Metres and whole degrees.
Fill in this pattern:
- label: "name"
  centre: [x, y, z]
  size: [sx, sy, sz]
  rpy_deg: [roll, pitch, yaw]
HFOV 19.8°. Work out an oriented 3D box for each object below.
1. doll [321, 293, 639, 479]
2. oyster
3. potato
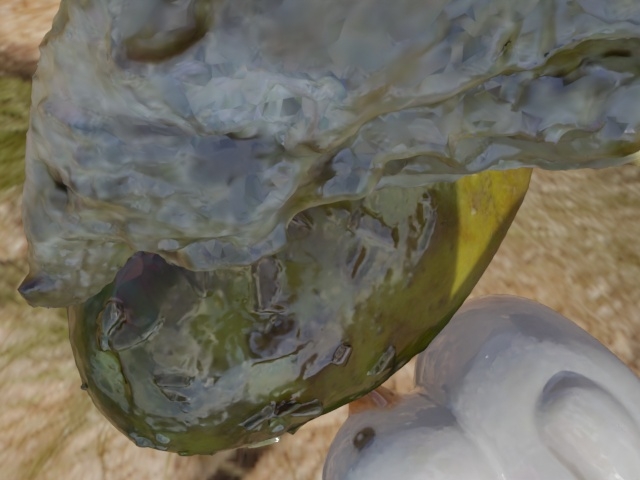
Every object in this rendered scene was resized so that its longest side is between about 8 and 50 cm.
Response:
- label: "doll"
  centre: [0.117, 0.161, 1.227]
  size: [0.251, 0.221, 0.221]
  rpy_deg: [43, 95, -4]
- label: "oyster"
  centre: [0.027, -0.057, 0.356]
  size: [0.209, 0.072, 0.133]
  rpy_deg: [-8, 120, 9]
- label: "potato"
  centre: [0.000, 0.000, 0.965]
  size: [0.298, 0.141, 0.176]
  rpy_deg: [-36, 142, -19]
